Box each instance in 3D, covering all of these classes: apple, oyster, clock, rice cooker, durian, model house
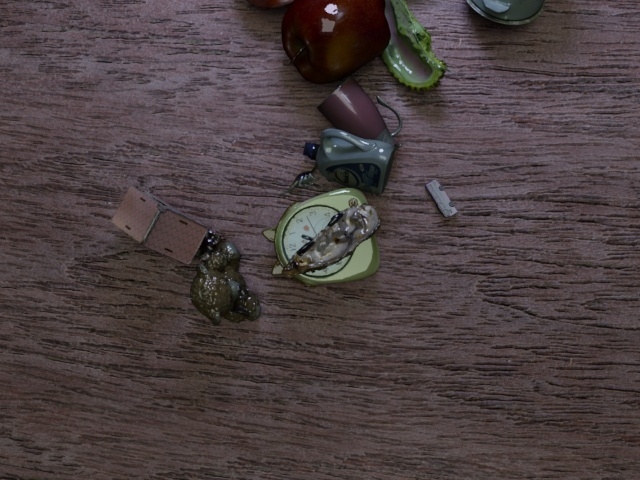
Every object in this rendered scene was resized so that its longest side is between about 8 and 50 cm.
[{"bbox_3d":[0.041,-0.624,1.743,0.317,0.288,0.288,-27,90,-14],"label":"apple"},{"bbox_3d":[0.032,0.009,1.744,0.345,0.078,0.129,-35,70,4],"label":"oyster"},{"bbox_3d":[0.000,0.000,1.833,0.348,0.117,0.286,-12,91,2],"label":"clock"},{"bbox_3d":[0.573,-0.797,1.734,0.264,0.316,0.316,27,91,8],"label":"rice cooker"},{"bbox_3d":[0.267,-0.609,1.796,0.157,0.169,0.355,-30,86,1],"label":"durian"},{"bbox_3d":[-0.473,-0.027,1.776,0.326,0.244,0.169,31,89,-1],"label":"model house"}]

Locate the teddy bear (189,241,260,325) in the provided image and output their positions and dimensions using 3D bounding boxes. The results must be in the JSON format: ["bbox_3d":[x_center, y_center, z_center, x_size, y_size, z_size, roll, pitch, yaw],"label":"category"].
[{"bbox_3d":[-0.303,0.148,1.772,0.156,0.256,0.267,-20,90,5],"label":"teddy bear"}]

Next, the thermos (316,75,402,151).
[{"bbox_3d":[0.139,-0.375,1.816,0.176,0.146,0.265,-43,99,14],"label":"thermos"}]

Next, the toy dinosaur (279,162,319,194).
[{"bbox_3d":[-0.051,-0.192,1.872,0.180,0.037,0.058,-36,67,-6],"label":"toy dinosaur"}]

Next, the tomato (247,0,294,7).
[{"bbox_3d":[-0.138,-0.868,1.752,0.309,0.170,0.309,-6,63,12],"label":"tomato"}]

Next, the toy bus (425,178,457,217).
[{"bbox_3d":[0.386,-0.134,1.867,0.052,0.037,0.131,-32,90,3],"label":"toy bus"}]

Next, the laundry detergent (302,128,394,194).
[{"bbox_3d":[0.078,-0.256,1.785,0.280,0.215,0.105,21,63,11],"label":"laundry detergent"}]
